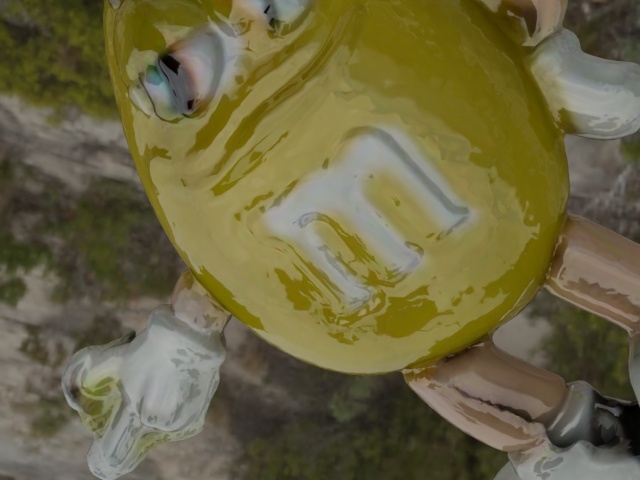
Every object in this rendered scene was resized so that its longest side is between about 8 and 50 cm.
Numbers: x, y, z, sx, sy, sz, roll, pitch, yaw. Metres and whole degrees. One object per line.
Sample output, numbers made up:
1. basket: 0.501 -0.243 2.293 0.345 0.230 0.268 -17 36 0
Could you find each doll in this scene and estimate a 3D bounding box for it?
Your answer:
1. doll: 0.037 0.004 0.626 0.423 0.348 0.161 15 -172 8
